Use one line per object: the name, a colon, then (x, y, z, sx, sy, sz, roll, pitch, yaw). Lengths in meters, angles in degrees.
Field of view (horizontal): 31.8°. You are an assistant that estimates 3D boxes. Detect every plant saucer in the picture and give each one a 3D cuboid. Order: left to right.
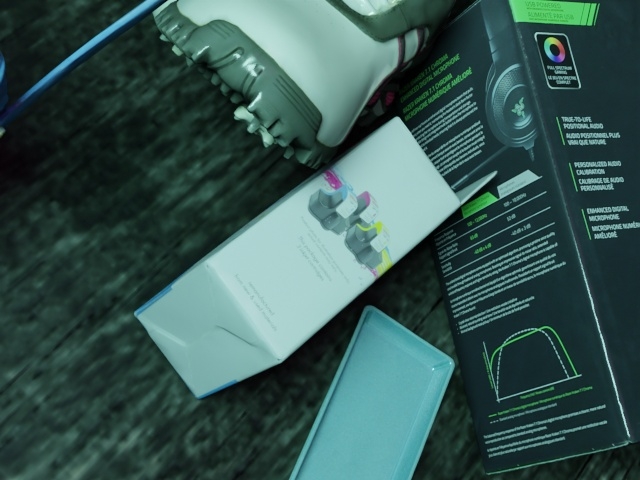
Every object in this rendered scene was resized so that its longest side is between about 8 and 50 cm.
plant saucer: (0.014, 0.131, 0.614, 0.067, 0.018, 0.192, 34, 61, -15)

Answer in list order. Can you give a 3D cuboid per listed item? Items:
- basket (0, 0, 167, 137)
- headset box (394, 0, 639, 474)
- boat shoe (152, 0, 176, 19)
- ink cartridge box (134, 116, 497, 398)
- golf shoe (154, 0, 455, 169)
basket: (-0.219, -0.135, 0.458, 0.255, 0.201, 0.289, 47, 74, -9)
headset box: (0.199, -0.021, 0.702, 0.246, 0.131, 0.283, -4, 74, -30)
boat shoe: (-0.009, -0.192, 0.675, 0.227, 0.081, 0.069, -24, 89, -30)
ink cartridge box: (0.000, 0.000, 0.599, 0.181, 0.104, 0.062, -38, 94, -34)
golf shoe: (0.007, -0.117, 0.562, 0.105, 0.120, 0.273, 43, 19, 0)
